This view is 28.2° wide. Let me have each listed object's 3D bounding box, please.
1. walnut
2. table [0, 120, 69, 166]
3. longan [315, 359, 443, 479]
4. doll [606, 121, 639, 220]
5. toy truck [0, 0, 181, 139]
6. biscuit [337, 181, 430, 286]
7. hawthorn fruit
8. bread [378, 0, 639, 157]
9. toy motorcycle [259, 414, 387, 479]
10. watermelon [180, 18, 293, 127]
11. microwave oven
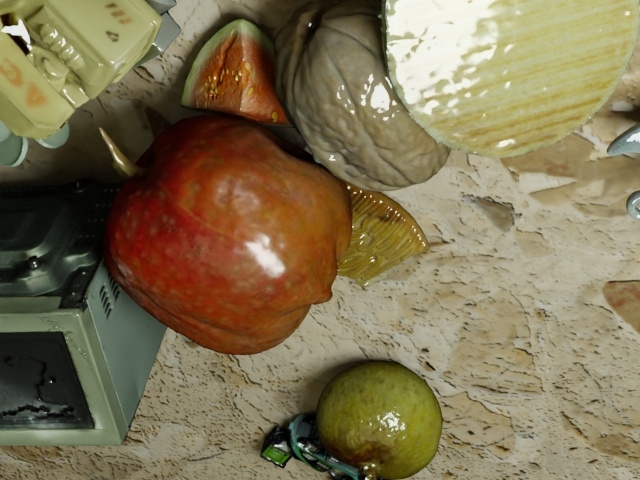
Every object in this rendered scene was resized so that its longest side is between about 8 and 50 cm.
[{"bbox_3d":[0.052,-0.142,1.299,0.178,0.178,0.230,-17,129,22],"label":"walnut"},{"bbox_3d":[-0.398,-0.132,1.401,0.198,0.166,0.166,-24,120,35],"label":"table"},{"bbox_3d":[0.071,0.233,1.586,0.155,0.176,0.145,3,145,26],"label":"longan"},{"bbox_3d":[0.445,-0.115,1.287,0.316,0.103,0.145,-32,132,21],"label":"doll"},{"bbox_3d":[-0.317,-0.294,1.187,0.181,0.254,0.405,-19,123,42],"label":"toy truck"},{"bbox_3d":[0.000,0.001,1.503,0.228,0.031,0.176,-22,119,24],"label":"biscuit"},{"bbox_3d":[-0.097,-0.007,1.347,0.262,0.258,0.258,3,128,-1],"label":"hawthorn fruit"},{"bbox_3d":[0.178,-0.206,1.188,0.267,0.040,0.267,-5,116,-11],"label":"bread"},{"bbox_3d":[0.015,0.295,1.717,0.173,0.058,0.100,29,134,-11],"label":"toy motorcycle"},{"bbox_3d":[-0.072,-0.156,1.355,0.135,0.094,0.125,31,114,-16],"label":"watermelon"},{"bbox_3d":[-0.382,0.073,1.467,0.355,0.286,0.218,-2,127,13],"label":"microwave oven"}]
